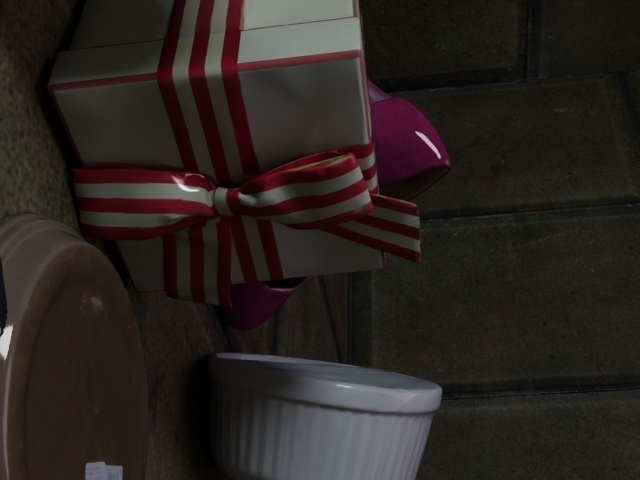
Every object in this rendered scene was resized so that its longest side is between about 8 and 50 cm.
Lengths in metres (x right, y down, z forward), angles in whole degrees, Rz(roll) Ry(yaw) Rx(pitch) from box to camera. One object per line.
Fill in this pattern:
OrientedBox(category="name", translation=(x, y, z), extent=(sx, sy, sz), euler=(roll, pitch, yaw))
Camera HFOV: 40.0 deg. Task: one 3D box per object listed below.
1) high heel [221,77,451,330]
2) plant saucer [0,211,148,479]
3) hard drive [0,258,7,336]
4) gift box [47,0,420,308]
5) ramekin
OrientedBox(category="high heel", translation=(0.000, 0.000, 0.992), extent=(0.181, 0.127, 0.377), euler=(49, -51, 34))
OrientedBox(category="plant saucer", translation=(-0.168, 0.118, 0.578), extent=(0.278, 0.041, 0.278), euler=(-4, 90, -84))
OrientedBox(category="hard drive", translation=(-0.148, -0.059, 0.267), extent=(0.339, 0.064, 0.237), euler=(-162, -114, -72))
OrientedBox(category="gift box", translation=(-0.055, -0.094, 0.751), extent=(0.258, 0.255, 0.276), euler=(-90, 167, -45))
OrientedBox(category="ramekin", translation=(-0.003, 0.208, 1.000), extent=(0.273, 0.272, 0.127), euler=(29, 69, -81))
